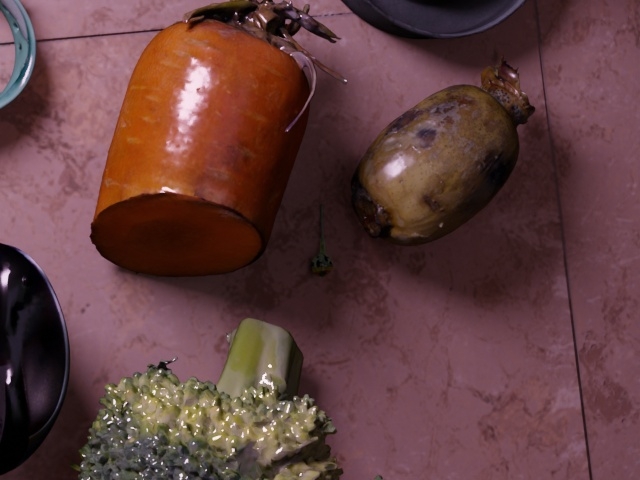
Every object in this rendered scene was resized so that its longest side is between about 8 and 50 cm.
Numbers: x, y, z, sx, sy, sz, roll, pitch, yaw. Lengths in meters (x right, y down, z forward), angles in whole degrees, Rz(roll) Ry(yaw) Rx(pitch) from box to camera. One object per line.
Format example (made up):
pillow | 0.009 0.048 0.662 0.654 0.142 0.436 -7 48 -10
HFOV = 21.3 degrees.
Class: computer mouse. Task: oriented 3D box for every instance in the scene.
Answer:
computer mouse | -0.310 0.118 1.709 0.096 0.137 0.233 0 94 -45

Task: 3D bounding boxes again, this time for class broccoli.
broccoli | -0.059 0.239 1.774 0.375 0.249 0.302 25 81 -19

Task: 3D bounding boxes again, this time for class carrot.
carrot | -0.109 -0.128 1.776 0.193 0.214 0.331 22 76 -26

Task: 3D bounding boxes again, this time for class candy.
candy | 0.000 0.000 1.937 0.023 0.025 0.083 9 75 -55

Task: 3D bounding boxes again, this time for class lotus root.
lotus root | 0.152 -0.102 1.941 0.278 0.154 0.154 -42 108 -22

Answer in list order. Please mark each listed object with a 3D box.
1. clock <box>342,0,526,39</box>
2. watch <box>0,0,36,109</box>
clock | 0.126 -0.389 1.978 0.319 0.066 0.318 1 88 -27
watch | -0.401 -0.212 1.703 0.237 0.068 0.195 36 73 -23
